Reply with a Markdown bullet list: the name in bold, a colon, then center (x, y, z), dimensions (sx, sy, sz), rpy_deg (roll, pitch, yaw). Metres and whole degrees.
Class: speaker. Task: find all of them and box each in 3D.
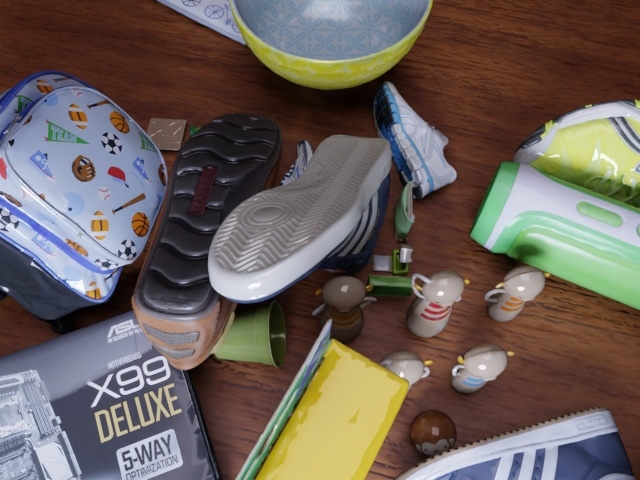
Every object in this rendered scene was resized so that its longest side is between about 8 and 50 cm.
- **speaker**: center (0.352, 0.002, 0.785), dimensions (0.296, 0.131, 0.131), rpy_deg (23, 66, 10)

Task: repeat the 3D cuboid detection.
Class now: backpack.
- **backpack**: center (-0.319, -0.073, 0.740), dimensions (0.213, 0.276, 0.263), rpy_deg (-19, 42, 22)

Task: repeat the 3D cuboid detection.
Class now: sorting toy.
- **sorting toy**: center (-0.221, -0.158, 0.920), dimensions (0.083, 0.012, 0.062), rpy_deg (4, 59, 5)

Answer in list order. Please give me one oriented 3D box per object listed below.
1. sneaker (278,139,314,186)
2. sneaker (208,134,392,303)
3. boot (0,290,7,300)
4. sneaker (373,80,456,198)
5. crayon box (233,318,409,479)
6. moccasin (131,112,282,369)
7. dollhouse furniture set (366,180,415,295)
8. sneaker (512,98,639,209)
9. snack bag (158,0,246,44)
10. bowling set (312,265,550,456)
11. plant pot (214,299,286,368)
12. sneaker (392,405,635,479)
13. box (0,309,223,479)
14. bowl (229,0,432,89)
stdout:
- **sneaker**: center (-0.033, -0.084, 0.867), dimensions (0.058, 0.052, 0.135), rpy_deg (-4, 64, 2)
- **sneaker**: center (0.000, 0.000, 0.718), dimensions (0.131, 0.148, 0.350), rpy_deg (13, 34, 26)
- **boot**: center (-0.530, -0.001, 0.797), dimensions (0.207, 0.094, 0.247), rpy_deg (-17, 64, -9)
- **sneaker**: center (0.140, -0.153, 0.898), dimensions (0.082, 0.071, 0.191), rpy_deg (-17, 74, -15)
- **crayon box**: center (-0.010, 0.223, 0.567), dimensions (0.083, 0.323, 0.203), rpy_deg (27, 67, 12)
- **moccasin**: center (-0.123, -0.019, 0.773), dimensions (0.139, 0.147, 0.380), rpy_deg (4, 51, -1)
- **dollhouse furniture set**: center (0.092, -0.001, 0.813), dimensions (0.058, 0.076, 0.152), rpy_deg (3, 65, 0)
- **sneaker**: center (0.457, -0.086, 0.821), dimensions (0.384, 0.145, 0.147), rpy_deg (4, 64, 3)
- **snack bag**: center (-0.162, -0.522, 1.084), dimensions (0.323, 0.037, 0.343), rpy_deg (30, 67, 14)
- **bowling set**: center (0.144, 0.136, 0.704), dimensions (0.286, 0.154, 0.200), rpy_deg (-9, 64, -4)
- **plant pot**: center (-0.091, 0.118, 0.758), dimensions (0.079, 0.083, 0.083), rpy_deg (-5, 64, 10)
- **sneaker**: center (0.221, 0.290, 0.661), dimensions (0.282, 0.099, 0.153), rpy_deg (-13, 63, -10)
- **box**: center (-0.286, 0.235, 0.695), dimensions (0.307, 0.076, 0.243), rpy_deg (-19, 66, -9)
- **bowl**: center (0.014, -0.327, 0.924), dimensions (0.289, 0.156, 0.290), rpy_deg (0, 64, 0)
